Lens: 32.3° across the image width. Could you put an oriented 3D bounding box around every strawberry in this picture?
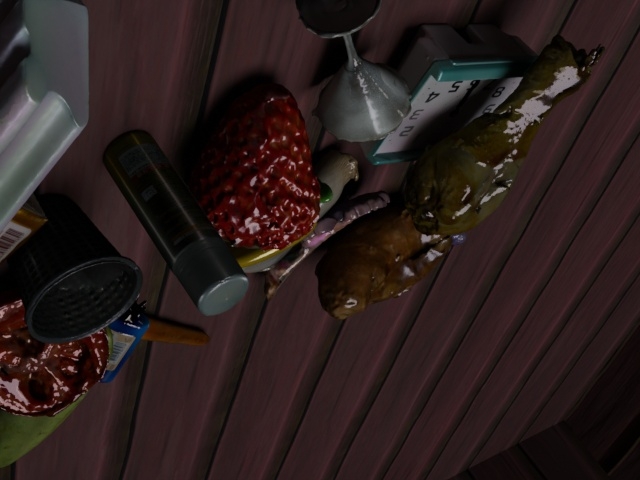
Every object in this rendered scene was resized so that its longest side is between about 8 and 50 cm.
[{"bbox_3d":[-0.091,-0.112,1.636,0.205,0.205,0.244,-7,120,-43],"label":"strawberry"}]

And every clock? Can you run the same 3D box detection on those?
[{"bbox_3d":[0.206,-0.245,1.839,0.262,0.116,0.231,-9,147,-40],"label":"clock"}]

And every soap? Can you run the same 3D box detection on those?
[{"bbox_3d":[-0.387,-0.134,1.210,0.347,0.208,0.115,-47,152,18],"label":"soap"}]

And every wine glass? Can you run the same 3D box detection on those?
[{"bbox_3d":[0.045,-0.265,1.583,0.156,0.156,0.232,-33,147,-7],"label":"wine glass"}]

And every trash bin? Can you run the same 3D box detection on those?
[{"bbox_3d":[-0.362,0.029,1.540,0.175,0.161,0.175,-29,153,-17],"label":"trash bin"}]

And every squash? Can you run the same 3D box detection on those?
[{"bbox_3d":[-0.461,0.259,1.832,0.118,0.118,0.371,5,130,-52],"label":"squash"}]

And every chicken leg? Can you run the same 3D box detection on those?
[{"bbox_3d":[0.293,-0.170,1.805,0.429,0.153,0.201,-49,164,19],"label":"chicken leg"}]

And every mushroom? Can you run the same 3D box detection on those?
[{"bbox_3d":[-0.046,-0.046,1.853,0.278,0.099,0.096,-41,-169,4],"label":"mushroom"}]

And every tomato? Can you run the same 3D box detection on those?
[{"bbox_3d":[-0.437,0.155,1.671,0.227,0.101,0.228,-8,117,-15],"label":"tomato"}]

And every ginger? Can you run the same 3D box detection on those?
[{"bbox_3d":[0.099,0.041,2.071,0.321,0.172,0.165,-36,120,-31],"label":"ginger"}]

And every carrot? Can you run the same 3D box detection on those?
[{"bbox_3d":[-0.269,0.166,1.992,0.043,0.043,0.248,-44,154,13],"label":"carrot"}]

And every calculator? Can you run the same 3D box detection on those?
[{"bbox_3d":[-0.090,-0.035,1.772,0.235,0.146,0.032,-32,141,-10],"label":"calculator"}]

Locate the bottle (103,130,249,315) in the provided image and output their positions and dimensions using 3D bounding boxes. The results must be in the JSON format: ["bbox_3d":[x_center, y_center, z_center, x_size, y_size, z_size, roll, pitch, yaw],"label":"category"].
[{"bbox_3d":[-0.198,-0.026,1.506,0.082,0.286,0.082,-27,151,-17],"label":"bottle"}]

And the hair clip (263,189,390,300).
[{"bbox_3d":[-0.006,-0.005,1.970,0.300,0.069,0.173,-39,-179,21],"label":"hair clip"}]

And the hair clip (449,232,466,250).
[{"bbox_3d":[0.214,0.003,2.300,0.195,0.052,0.124,-29,143,4],"label":"hair clip"}]

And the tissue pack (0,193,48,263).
[{"bbox_3d":[-0.491,0.001,1.425,0.226,0.092,0.183,-40,152,8],"label":"tissue pack"}]

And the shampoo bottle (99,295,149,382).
[{"bbox_3d":[-0.351,0.162,1.864,0.087,0.050,0.183,24,122,-21],"label":"shampoo bottle"}]
